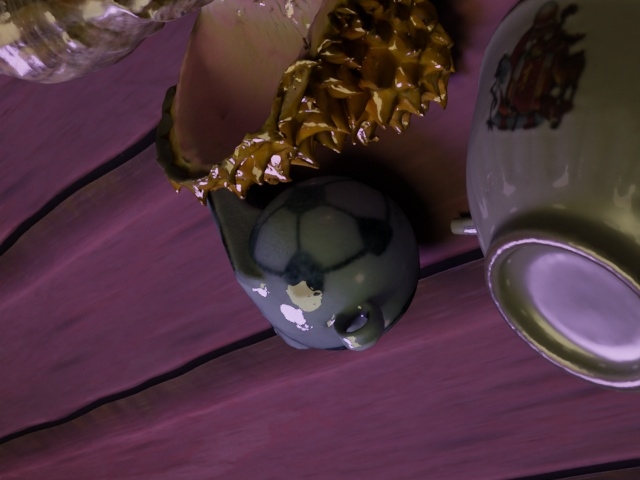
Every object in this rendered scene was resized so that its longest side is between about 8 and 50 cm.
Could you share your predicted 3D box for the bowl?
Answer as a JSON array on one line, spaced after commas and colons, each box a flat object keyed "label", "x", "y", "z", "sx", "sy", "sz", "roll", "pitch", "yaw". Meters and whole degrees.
[{"label": "bowl", "x": 0.215, "y": 0.001, "z": 1.084, "sx": 0.337, "sy": 0.157, "sz": 0.337, "roll": 30, "pitch": 150, "yaw": 20}]

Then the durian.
[{"label": "durian", "x": -0.038, "y": -0.113, "z": 1.202, "sx": 0.305, "sy": 0.195, "sz": 0.185, "roll": -5, "pitch": 134, "yaw": 50}]

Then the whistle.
[{"label": "whistle", "x": 0.000, "y": 0.000, "z": 1.379, "sx": 0.289, "sy": 0.163, "sz": 0.163, "roll": -114, "pitch": 2, "yaw": -51}]

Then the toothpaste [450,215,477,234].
[{"label": "toothpaste", "x": 0.144, "y": -0.012, "z": 1.295, "sx": 0.083, "sy": 0.015, "sz": 0.024, "roll": -2, "pitch": 128, "yaw": 44}]

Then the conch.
[{"label": "conch", "x": -0.179, "y": -0.239, "z": 1.239, "sx": 0.291, "sy": 0.159, "sz": 0.210, "roll": -12, "pitch": 114, "yaw": 16}]
